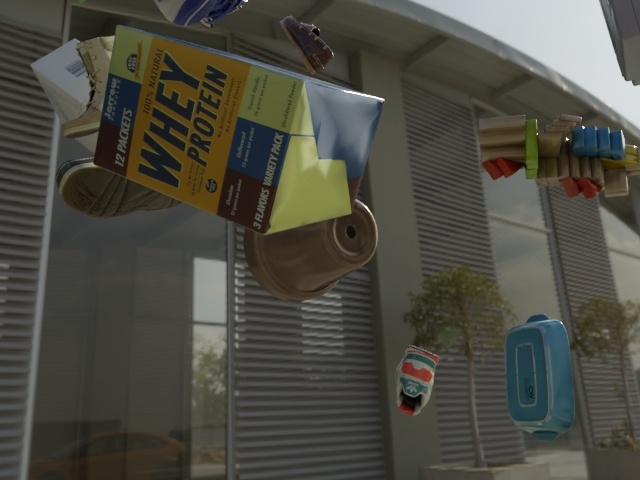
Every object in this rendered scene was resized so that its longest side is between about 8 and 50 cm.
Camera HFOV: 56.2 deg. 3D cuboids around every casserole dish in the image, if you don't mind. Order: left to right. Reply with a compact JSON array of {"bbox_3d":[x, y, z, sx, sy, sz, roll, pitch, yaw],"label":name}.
[{"bbox_3d":[0.320,0.202,0.900,0.037,0.188,0.114,11,-20,-24],"label":"casserole dish"}]

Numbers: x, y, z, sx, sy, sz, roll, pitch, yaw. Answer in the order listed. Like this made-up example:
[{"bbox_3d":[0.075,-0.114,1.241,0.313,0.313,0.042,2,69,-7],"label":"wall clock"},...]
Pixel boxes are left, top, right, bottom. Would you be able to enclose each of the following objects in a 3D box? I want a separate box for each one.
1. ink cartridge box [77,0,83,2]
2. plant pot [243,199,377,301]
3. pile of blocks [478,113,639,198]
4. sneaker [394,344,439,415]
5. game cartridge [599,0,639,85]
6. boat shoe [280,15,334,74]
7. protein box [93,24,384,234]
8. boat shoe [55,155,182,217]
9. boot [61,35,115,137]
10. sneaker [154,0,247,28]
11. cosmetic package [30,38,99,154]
[{"bbox_3d":[-0.480,-0.571,1.110,0.160,0.093,0.219,-19,-25,25],"label":"ink cartridge box"},{"bbox_3d":[0.000,0.000,1.315,0.263,0.263,0.229,10,-13,-36],"label":"plant pot"},{"bbox_3d":[0.466,-0.146,1.127,0.362,0.113,0.149,6,-19,-5],"label":"pile of blocks"},{"bbox_3d":[0.123,0.208,0.830,0.057,0.075,0.161,20,-30,13],"label":"sneaker"},{"bbox_3d":[0.444,-0.404,0.905,0.062,0.297,0.198,-14,-17,21],"label":"game cartridge"},{"bbox_3d":[-0.030,-0.463,1.392,0.073,0.207,0.073,-36,-35,11],"label":"boat shoe"},{"bbox_3d":[-0.075,-0.113,0.611,0.201,0.136,0.200,22,16,21],"label":"protein box"},{"bbox_3d":[-0.256,-0.082,0.781,0.080,0.073,0.223,-53,-19,20],"label":"boat shoe"},{"bbox_3d":[-0.443,-0.305,1.179,0.077,0.165,0.213,-3,27,43],"label":"boot"},{"bbox_3d":[-0.183,-0.423,0.973,0.127,0.315,0.182,-32,-44,13],"label":"sneaker"},{"bbox_3d":[-0.568,-0.340,1.506,0.224,0.138,0.225,35,-26,25],"label":"cosmetic package"}]
